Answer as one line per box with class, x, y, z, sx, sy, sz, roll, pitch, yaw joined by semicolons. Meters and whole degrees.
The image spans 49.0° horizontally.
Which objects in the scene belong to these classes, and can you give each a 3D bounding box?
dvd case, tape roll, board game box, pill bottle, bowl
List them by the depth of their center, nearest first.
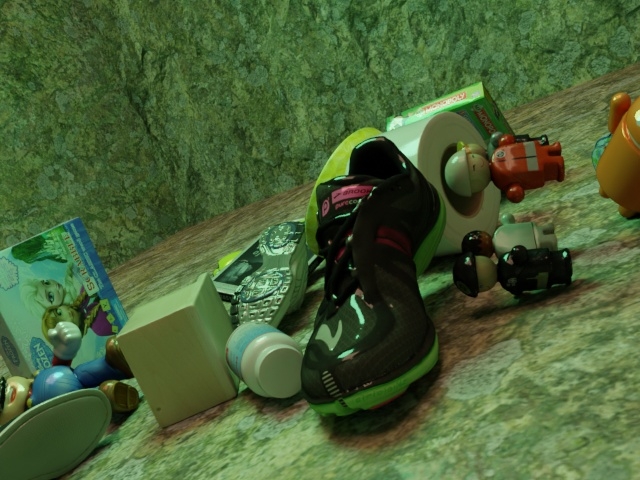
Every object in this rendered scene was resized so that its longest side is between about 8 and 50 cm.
pill bottle;-0.073;0.164;0.961;0.087;0.087;0.160;-26;10;-16
tape roll;0.185;-0.089;1.253;0.169;0.246;0.246;-14;14;45
bowl;0.115;-0.068;1.436;0.156;0.290;0.289;28;37;25
dvd case;-0.110;0.063;1.484;0.179;0.030;0.239;8;33;27
board game box;0.310;-0.200;1.525;0.213;0.317;0.046;-18;56;27
board game box;-0.590;0.144;1.561;0.065;0.319;0.318;-17;12;27

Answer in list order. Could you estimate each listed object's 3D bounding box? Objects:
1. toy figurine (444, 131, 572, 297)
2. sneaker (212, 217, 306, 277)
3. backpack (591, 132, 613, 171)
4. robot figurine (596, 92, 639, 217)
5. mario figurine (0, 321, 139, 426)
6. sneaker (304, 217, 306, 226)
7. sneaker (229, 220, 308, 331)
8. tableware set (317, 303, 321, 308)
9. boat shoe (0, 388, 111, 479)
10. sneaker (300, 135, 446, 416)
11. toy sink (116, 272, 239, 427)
toy figurine;0.246;-0.040;0.951;0.148;0.213;0.209;-7;14;12
sneaker;-0.098;0.046;1.645;0.299;0.111;0.121;-31;23;-15
backpack;0.507;-0.136;1.178;0.084;0.105;0.114;-23;5;-3
robot figurine;0.469;-0.126;0.984;0.128;0.219;0.158;7;57;1
mario figurine;-0.468;0.253;1.155;0.320;0.170;0.198;-19;12;12
sneaker;0.038;-0.014;1.618;0.081;0.080;0.211;4;1;25
sneaker;-0.072;0.092;1.288;0.110;0.129;0.297;-4;37;23
tableware set;0.053;0.094;1.178;0.128;0.039;0.194;-23;10;1
boat shoe;-0.434;0.302;0.970;0.091;0.115;0.302;-3;21;48
sneaker;0.048;0.027;0.915;0.185;0.202;0.483;-22;28;24
toy sink;-0.215;0.162;1.102;0.131;0.153;0.234;-23;11;0
